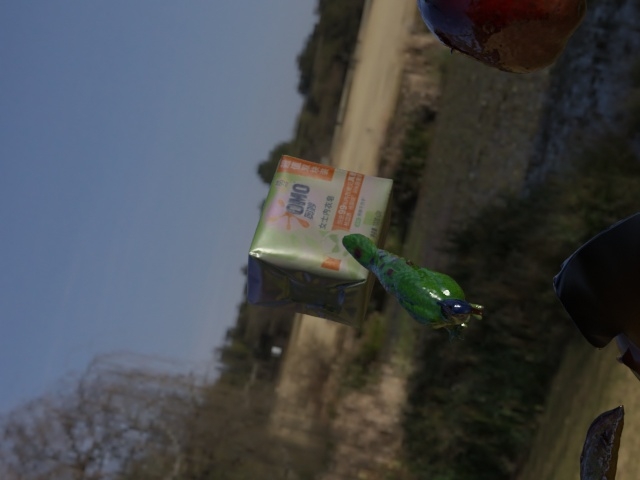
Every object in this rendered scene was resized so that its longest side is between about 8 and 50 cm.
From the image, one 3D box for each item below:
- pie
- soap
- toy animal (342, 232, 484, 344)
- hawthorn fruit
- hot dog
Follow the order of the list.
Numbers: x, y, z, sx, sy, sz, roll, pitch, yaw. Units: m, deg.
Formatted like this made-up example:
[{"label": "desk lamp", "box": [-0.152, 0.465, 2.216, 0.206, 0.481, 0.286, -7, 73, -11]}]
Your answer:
[{"label": "pie", "box": [0.379, 0.323, 1.695, 0.088, 0.033, 0.191, 134, 150, -60]}, {"label": "soap", "box": [0.000, 0.000, 1.818, 0.138, 0.182, 0.199, 92, -168, -57]}, {"label": "toy animal", "box": [0.078, 0.040, 0.946, 0.041, 0.075, 0.217, -55, 22, 1]}, {"label": "hawthorn fruit", "box": [0.179, -0.270, 1.286, 0.185, 0.202, 0.185, -169, 90, -84]}, {"label": "hot dog", "box": [0.347, 0.101, 1.002, 0.194, 0.326, 0.107, -39, -1, 15]}]
